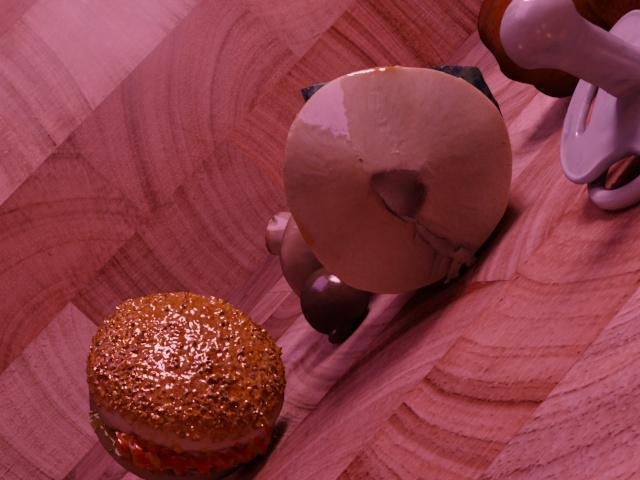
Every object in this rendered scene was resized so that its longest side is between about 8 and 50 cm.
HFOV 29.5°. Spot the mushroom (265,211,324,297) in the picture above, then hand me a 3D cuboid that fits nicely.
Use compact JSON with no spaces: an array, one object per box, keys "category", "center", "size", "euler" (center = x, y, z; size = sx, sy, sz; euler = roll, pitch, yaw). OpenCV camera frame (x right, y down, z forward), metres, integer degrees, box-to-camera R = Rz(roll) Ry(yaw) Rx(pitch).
[{"category":"mushroom","center":[0.000,0.000,1.945],"size":[0.204,0.204,0.204],"euler":[-46,7,7]}]

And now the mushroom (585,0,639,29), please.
[{"category":"mushroom","center":[0.428,-0.373,1.525],"size":[0.267,0.254,0.267],"euler":[-39,42,46]}]

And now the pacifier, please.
[{"category":"pacifier","center":[0.275,-0.165,1.196],"size":[0.238,0.226,0.287],"euler":[-67,10,-13]}]

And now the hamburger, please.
[{"category":"hamburger","center":[-0.182,0.196,1.654],"size":[0.179,0.276,0.294],"euler":[110,151,-44]}]

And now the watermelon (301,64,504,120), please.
[{"category":"watermelon","center":[0.113,-0.191,1.875],"size":[0.283,0.250,0.292],"euler":[-33,44,-13]}]

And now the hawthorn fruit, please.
[{"category":"hawthorn fruit","center":[0.353,-0.335,1.733],"size":[0.248,0.208,0.208],"euler":[-53,2,28]}]

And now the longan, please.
[{"category":"longan","center":[0.022,0.095,1.805],"size":[0.106,0.106,0.119],"euler":[-40,48,43]}]

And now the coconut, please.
[{"category":"coconut","center":[0.097,-0.086,1.568],"size":[0.323,0.323,0.323],"euler":[-46,7,7]}]
